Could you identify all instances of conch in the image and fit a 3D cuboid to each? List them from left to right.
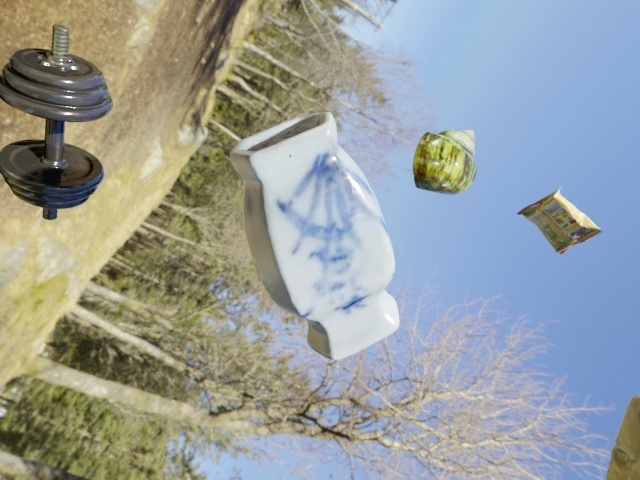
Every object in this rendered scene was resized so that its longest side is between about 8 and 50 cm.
[{"bbox_3d":[0.295,-0.190,1.032,0.124,0.187,0.181,-3,-122,29],"label":"conch"}]

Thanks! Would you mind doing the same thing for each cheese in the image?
[{"bbox_3d":[0.352,0.257,0.488,0.065,0.043,0.194,28,-59,52],"label":"cheese"}]

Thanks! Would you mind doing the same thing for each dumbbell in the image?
[{"bbox_3d":[-0.266,-0.108,0.447,0.099,0.099,0.208,-87,-161,-57],"label":"dumbbell"}]

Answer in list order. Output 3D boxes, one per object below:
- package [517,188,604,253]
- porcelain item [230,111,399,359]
[{"bbox_3d":[0.454,-0.035,0.849,0.031,0.120,0.108,-39,172,-27],"label":"package"},{"bbox_3d":[0.000,0.000,0.775,0.242,0.405,0.178,-25,-154,-8],"label":"porcelain item"}]
